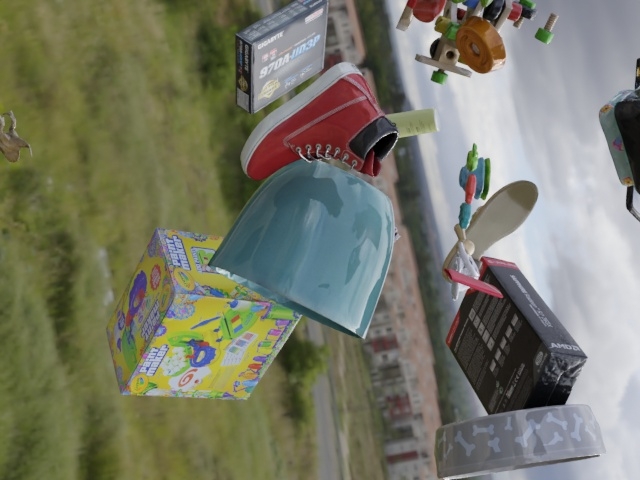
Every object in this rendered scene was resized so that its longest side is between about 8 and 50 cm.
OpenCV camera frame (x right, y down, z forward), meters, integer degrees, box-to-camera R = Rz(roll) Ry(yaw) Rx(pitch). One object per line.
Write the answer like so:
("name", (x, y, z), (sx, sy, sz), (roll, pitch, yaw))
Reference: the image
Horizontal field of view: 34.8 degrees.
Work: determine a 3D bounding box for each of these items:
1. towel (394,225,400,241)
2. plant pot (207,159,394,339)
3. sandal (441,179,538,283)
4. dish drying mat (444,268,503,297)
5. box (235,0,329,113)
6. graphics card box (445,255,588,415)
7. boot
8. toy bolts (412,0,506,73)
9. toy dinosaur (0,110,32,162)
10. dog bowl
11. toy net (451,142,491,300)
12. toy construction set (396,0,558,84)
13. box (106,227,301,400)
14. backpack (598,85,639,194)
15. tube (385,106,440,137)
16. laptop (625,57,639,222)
("towel", (0.000, 0.000, 2.227), (0.329, 0.237, 0.037), (36, -7, 48))
("plant pot", (-0.008, 0.001, 1.729), (0.235, 0.293, 0.293), (-64, 167, -8))
("sandal", (0.294, -0.025, 1.880), (0.088, 0.240, 0.079), (43, -6, -26))
("dish drying mat", (0.206, 0.057, 1.372), (0.008, 0.083, 0.032), (-62, -157, 17))
("box", (-0.078, -0.377, 2.046), (0.051, 0.220, 0.175), (35, -37, 25))
("graphics card box", (0.390, 0.222, 2.093), (0.371, 0.094, 0.232), (-115, -140, -59))
("boot", (-0.002, -0.135, 1.570), (0.088, 0.244, 0.176), (20, 36, -60))
("toy bolts", (0.272, -0.418, 1.725), (0.228, 0.158, 0.218), (31, -32, 51))
("toy dinosaur", (-0.565, -0.186, 1.853), (0.053, 0.183, 0.092), (-28, 108, -44))
("dog bowl", (0.384, 0.396, 1.999), (0.349, 0.349, 0.102), (57, 24, -73))
("toy net", (0.233, -0.024, 1.551), (0.122, 0.045, 0.232), (103, -7, -78))
("toy construction set", (0.266, -0.427, 2.092), (0.257, 0.309, 0.237), (46, -61, 44))
("box", (-0.228, 0.152, 1.991), (0.290, 0.279, 0.177), (-57, -140, 33))
("backpack", (0.508, -0.167, 1.489), (0.144, 0.188, 0.166), (2, -58, 56))
("tube", (0.180, -0.285, 2.568), (0.062, 0.240, 0.070), (-24, 107, -70))
("laptop", (0.694, -0.178, 1.676), (0.382, 0.236, 0.408), (31, 63, -46))
